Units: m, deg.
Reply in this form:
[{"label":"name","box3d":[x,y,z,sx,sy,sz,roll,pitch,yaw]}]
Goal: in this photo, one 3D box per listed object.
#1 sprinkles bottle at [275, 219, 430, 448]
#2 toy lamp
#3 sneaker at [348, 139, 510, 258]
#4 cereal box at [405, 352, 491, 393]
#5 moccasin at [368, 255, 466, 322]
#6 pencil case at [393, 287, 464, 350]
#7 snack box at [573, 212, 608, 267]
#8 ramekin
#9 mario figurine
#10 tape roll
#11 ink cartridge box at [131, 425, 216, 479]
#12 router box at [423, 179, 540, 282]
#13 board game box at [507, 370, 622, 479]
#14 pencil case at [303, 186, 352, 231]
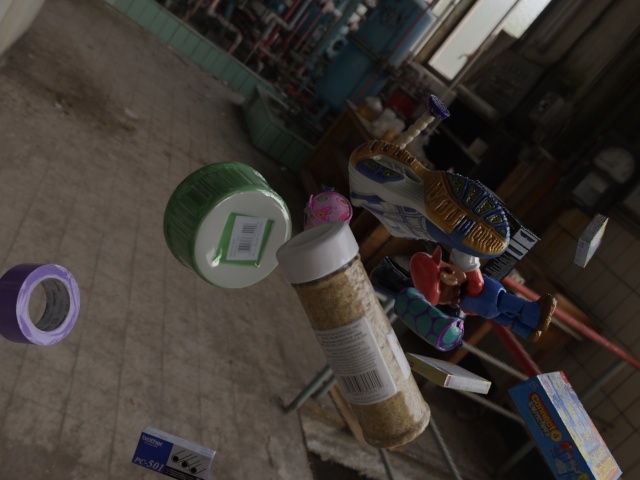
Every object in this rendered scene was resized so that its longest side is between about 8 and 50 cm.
[{"label":"sprinkles bottle","box3d":[0.055,0.149,0.996,0.121,0.121,0.355,-75,142,-72]},{"label":"toy lamp","box3d":[0.213,-0.253,1.646,0.080,0.274,0.080,33,33,-25]},{"label":"sneaker","box3d":[0.173,-0.049,1.050,0.296,0.131,0.112,37,56,24]},{"label":"cereal box","box3d":[0.392,0.413,1.972,0.240,0.047,0.173,19,2,-40]},{"label":"moccasin","box3d":[0.246,0.116,1.664,0.137,0.117,0.342,28,-4,-42]},{"label":"pencil case","box3d":[0.196,0.141,1.158,0.151,0.070,0.064,38,-22,55]},{"label":"snack box","box3d":[0.768,0.001,1.808,0.037,0.100,0.141,32,-19,29]},{"label":"ramekin","box3d":[-0.217,-0.029,1.561,0.303,0.303,0.148,25,8,-41]},{"label":"mario figurine","box3d":[0.355,0.091,1.411,0.320,0.198,0.170,23,28,9]},{"label":"tape roll","box3d":[-0.658,0.147,1.479,0.080,0.189,0.189,0,2,23]},{"label":"ink cartridge box","box3d":[-0.401,0.593,1.740,0.207,0.097,0.046,20,8,1]},{"label":"router box","box3d":[0.424,0.001,1.729,0.081,0.243,0.309,31,18,-22]},{"label":"board game box","box3d":[0.636,0.497,1.641,0.308,0.086,0.302,14,46,-57]},{"label":"pencil case","box3d":[0.000,0.000,1.659,0.124,0.284,0.124,6,48,-7]}]
